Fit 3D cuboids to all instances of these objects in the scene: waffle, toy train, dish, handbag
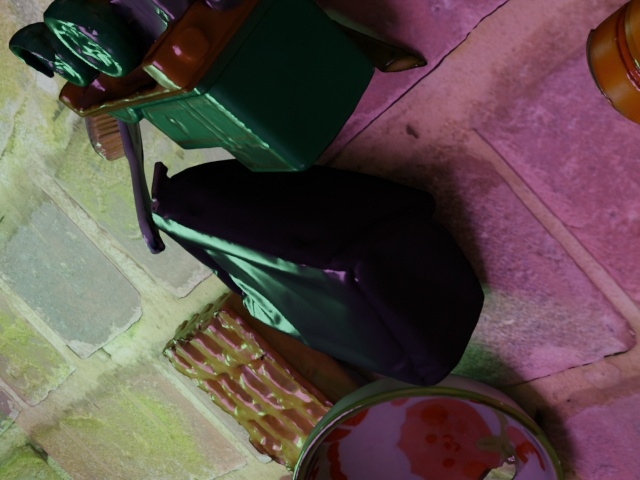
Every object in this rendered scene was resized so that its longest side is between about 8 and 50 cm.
[{"bbox_3d":[-0.073,0.210,1.423,0.304,0.077,0.348,44,152,-8],"label":"waffle"},{"bbox_3d":[-0.118,-0.177,0.910,0.249,0.178,0.429,39,166,-23],"label":"toy train"},{"bbox_3d":[0.128,0.277,1.217,0.324,0.124,0.324,1,119,1],"label":"dish"},{"bbox_3d":[0.002,-0.002,1.039,0.302,0.178,0.275,18,155,36],"label":"handbag"}]

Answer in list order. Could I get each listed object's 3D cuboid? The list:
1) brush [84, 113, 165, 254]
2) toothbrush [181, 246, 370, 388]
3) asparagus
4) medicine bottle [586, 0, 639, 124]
[{"bbox_3d":[-0.229,-0.099,1.110,0.068,0.060,0.296,70,-179,-54],"label":"brush"},{"bbox_3d":[-0.061,0.106,1.366,0.354,0.024,0.029,40,155,3],"label":"toothbrush"},{"bbox_3d":[-0.006,-0.204,0.949,0.236,0.027,0.034,25,158,24],"label":"asparagus"},{"bbox_3d":[0.275,-0.155,0.649,0.096,0.096,0.192,46,147,-6],"label":"medicine bottle"}]
